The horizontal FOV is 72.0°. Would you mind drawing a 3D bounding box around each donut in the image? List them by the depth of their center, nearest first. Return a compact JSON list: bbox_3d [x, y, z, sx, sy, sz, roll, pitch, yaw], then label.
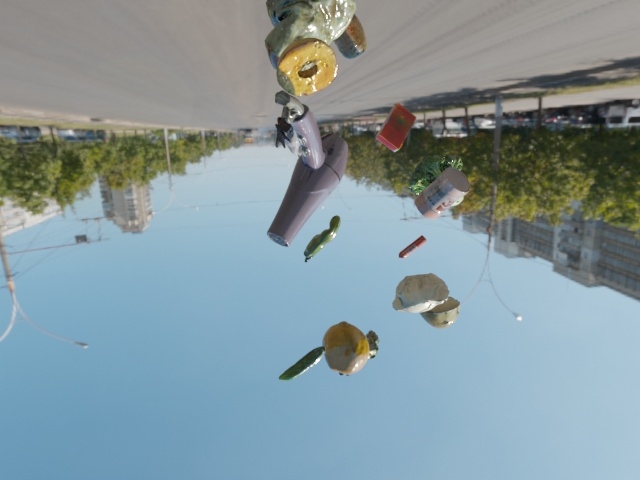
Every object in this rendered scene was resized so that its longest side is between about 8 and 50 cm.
[{"bbox_3d":[-0.042,-0.496,1.249,0.178,0.162,0.066,-15,-124,0],"label":"donut"}]

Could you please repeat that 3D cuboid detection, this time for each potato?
[{"bbox_3d":[0.508,0.320,1.910,0.182,0.117,0.202,-20,-164,-31],"label":"potato"}]

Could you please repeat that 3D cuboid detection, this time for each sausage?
[{"bbox_3d":[0.357,0.030,1.728,0.129,0.034,0.034,-39,-163,1],"label":"sausage"}]

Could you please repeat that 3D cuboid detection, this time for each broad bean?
[{"bbox_3d":[0.000,0.000,1.446,0.048,0.214,0.071,30,-145,-17],"label":"broad bean"}]

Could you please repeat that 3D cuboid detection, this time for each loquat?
[{"bbox_3d":[0.099,0.442,1.793,0.187,0.235,0.176,0,-168,38],"label":"loquat"}]

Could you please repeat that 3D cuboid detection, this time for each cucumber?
[{"bbox_3d":[-0.043,0.347,1.243,0.167,0.039,0.039,-35,-157,-10],"label":"cucumber"}]

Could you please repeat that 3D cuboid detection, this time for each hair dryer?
[{"bbox_3d":[-0.052,-0.179,0.959,0.121,0.301,0.361,22,159,21],"label":"hair dryer"}]

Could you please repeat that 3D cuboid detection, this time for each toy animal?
[{"bbox_3d":[-0.103,-0.378,1.582,0.090,0.196,0.324,5,168,12],"label":"toy animal"}]

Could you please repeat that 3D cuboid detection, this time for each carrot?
[{"bbox_3d":[0.079,-0.882,1.776,0.138,0.302,0.139,-30,-146,23],"label":"carrot"}]

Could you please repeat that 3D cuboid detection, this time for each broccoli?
[{"bbox_3d":[0.548,-0.263,1.989,0.268,0.270,0.254,11,168,39],"label":"broccoli"}]

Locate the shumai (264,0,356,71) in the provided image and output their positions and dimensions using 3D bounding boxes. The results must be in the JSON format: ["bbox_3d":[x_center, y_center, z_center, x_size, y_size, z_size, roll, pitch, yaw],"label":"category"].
[{"bbox_3d":[-0.050,-0.675,1.459,0.303,0.264,0.309,10,175,13],"label":"shumai"}]

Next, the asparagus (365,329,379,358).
[{"bbox_3d":[0.240,0.485,2.059,0.080,0.080,0.287,0,-168,5],"label":"asparagus"}]

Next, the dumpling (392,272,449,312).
[{"bbox_3d":[0.310,0.161,1.395,0.187,0.127,0.108,-21,150,24],"label":"dumpling"}]

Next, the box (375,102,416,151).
[{"bbox_3d":[0.322,-0.482,1.878,0.112,0.175,0.048,34,168,-13],"label":"box"}]

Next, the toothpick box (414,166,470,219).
[{"bbox_3d":[0.377,-0.145,1.367,0.098,0.099,0.149,-13,157,-38],"label":"toothpick box"}]
